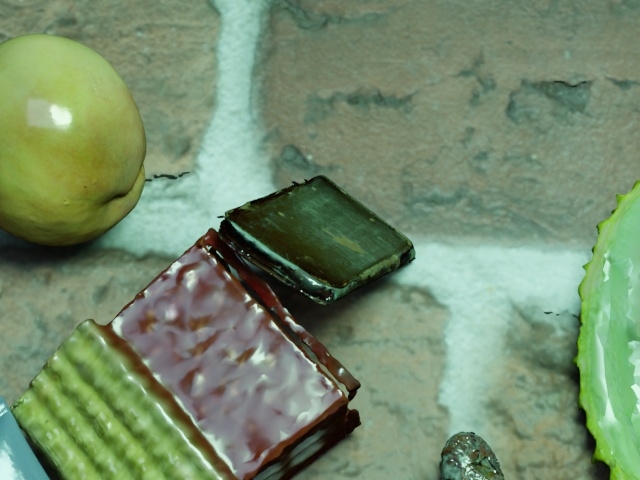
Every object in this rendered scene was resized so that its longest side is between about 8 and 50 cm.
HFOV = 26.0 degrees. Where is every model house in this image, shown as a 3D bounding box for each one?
[{"bbox_3d":[-0.119,0.145,1.130,0.254,0.160,0.196,-39,76,-16],"label":"model house"}]

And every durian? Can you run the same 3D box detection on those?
[{"bbox_3d":[0.309,0.086,1.171,0.158,0.169,0.352,3,76,-8],"label":"durian"}]

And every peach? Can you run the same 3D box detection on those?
[{"bbox_3d":[-0.236,-0.084,1.210,0.184,0.184,0.184,1,67,-3],"label":"peach"}]

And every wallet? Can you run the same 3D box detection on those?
[{"bbox_3d":[0.000,0.000,1.184,0.122,0.232,0.031,35,110,12],"label":"wallet"}]

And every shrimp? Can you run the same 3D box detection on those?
[{"bbox_3d":[0.127,0.254,1.149,0.073,0.075,0.190,12,74,-33],"label":"shrimp"}]

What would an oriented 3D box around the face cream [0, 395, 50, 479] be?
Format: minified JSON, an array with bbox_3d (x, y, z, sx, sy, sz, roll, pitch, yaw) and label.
[{"bbox_3d":[-0.181,0.297,1.033,0.135,0.086,0.385,-41,98,-31],"label":"face cream"}]
